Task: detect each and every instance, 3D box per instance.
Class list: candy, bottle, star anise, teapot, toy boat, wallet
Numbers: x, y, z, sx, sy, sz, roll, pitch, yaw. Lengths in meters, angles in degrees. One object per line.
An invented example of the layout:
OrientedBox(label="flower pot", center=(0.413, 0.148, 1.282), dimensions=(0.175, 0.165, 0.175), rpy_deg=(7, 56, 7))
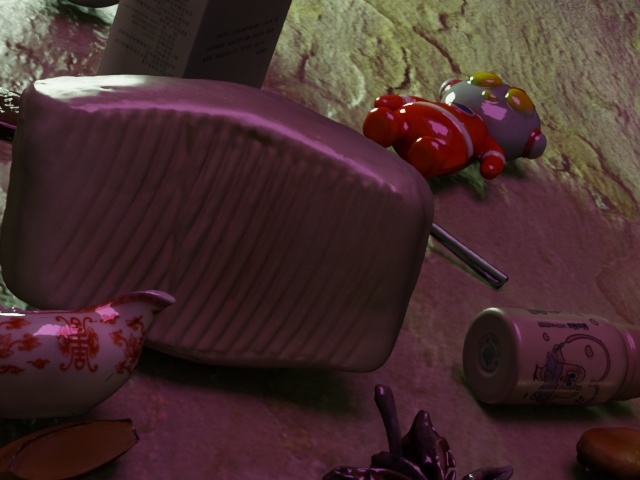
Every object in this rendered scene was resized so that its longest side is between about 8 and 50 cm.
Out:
OrientedBox(label="candy", center=(0.115, -0.029, 1.875), dimensions=(0.262, 0.073, 0.077), rpy_deg=(39, 3, 19))
OrientedBox(label="bottle", center=(0.250, 0.123, 1.642), dimensions=(0.209, 0.097, 0.110), rpy_deg=(6, -13, -31))
OrientedBox(label="star anise", center=(0.089, 0.226, 1.320), dimensions=(0.209, 0.089, 0.231), rpy_deg=(28, 30, -13))
OrientedBox(label="teapot", center=(-0.240, 0.090, 1.301), dimensions=(0.245, 0.116, 0.159), rpy_deg=(2, 10, 0))
OrientedBox(label="toy boat", center=(-0.209, 0.170, 1.258), dimensions=(0.149, 0.049, 0.047), rpy_deg=(-13, 83, -43))
OrientedBox(label="wallet", center=(-0.404, -0.159, 1.766), dimensions=(0.176, 0.026, 0.095), rpy_deg=(17, 28, -8))

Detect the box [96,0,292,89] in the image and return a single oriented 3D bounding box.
OrientedBox(label="box", center=(-0.138, -0.213, 1.753), dimensions=(0.106, 0.299, 0.200), rpy_deg=(30, 27, 19))

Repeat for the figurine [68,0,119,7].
OrientedBox(label="figurine", center=(-0.241, -0.375, 2.165), dimensions=(0.370, 0.167, 0.281), rpy_deg=(18, -10, -30))

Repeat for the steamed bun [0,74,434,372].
OrientedBox(label="steamed bun", center=(-0.099, -0.030, 1.503), dimensions=(0.383, 0.247, 0.236), rpy_deg=(11, 16, -8))

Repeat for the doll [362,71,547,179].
OrientedBox(label="doll", center=(0.196, -0.153, 2.114), dimensions=(0.199, 0.105, 0.336), rpy_deg=(35, 30, 26))

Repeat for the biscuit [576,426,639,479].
OrientedBox(label="biscuit", center=(0.390, 0.222, 1.542), dimensions=(0.299, 0.045, 0.154), rpy_deg=(10, 2, -13))
